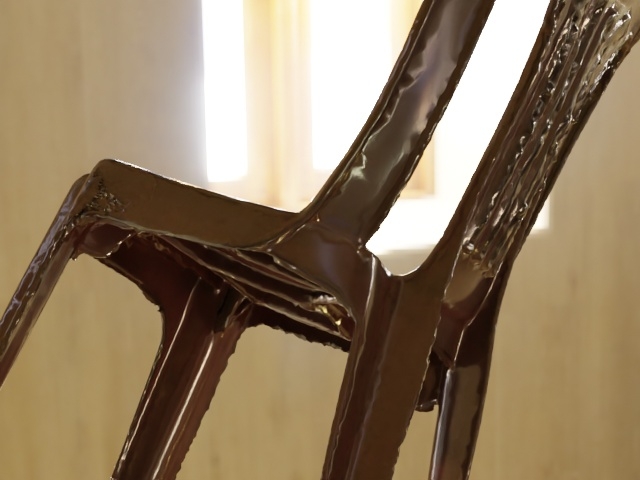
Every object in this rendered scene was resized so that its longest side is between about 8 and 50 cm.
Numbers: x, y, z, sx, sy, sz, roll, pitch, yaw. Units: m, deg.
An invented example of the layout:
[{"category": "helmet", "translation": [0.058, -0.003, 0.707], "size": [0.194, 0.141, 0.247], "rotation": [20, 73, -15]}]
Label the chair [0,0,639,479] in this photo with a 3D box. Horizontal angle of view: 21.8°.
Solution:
[{"category": "chair", "translation": [0.000, 0.000, 0.668], "size": [0.183, 0.326, 0.175], "rotation": [15, 166, 27]}]
